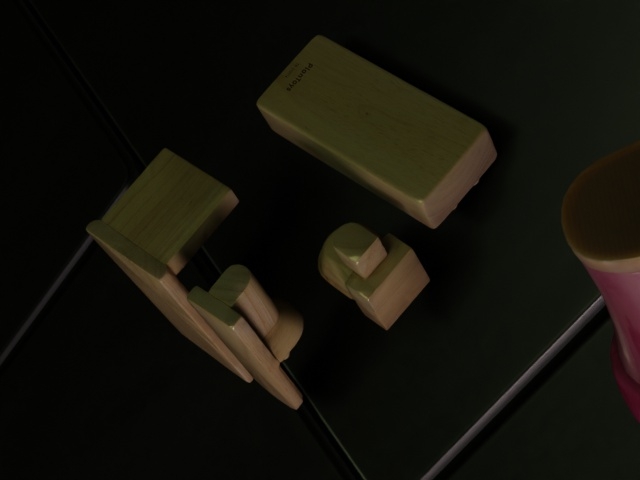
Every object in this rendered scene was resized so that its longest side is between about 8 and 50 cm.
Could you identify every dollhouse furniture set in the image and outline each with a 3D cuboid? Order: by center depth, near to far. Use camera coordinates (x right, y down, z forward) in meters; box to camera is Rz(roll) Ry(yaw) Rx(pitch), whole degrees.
[{"bbox_3d":[0.000,0.000,0.831,0.144,0.123,0.151,33,77,32],"label":"dollhouse furniture set"}]

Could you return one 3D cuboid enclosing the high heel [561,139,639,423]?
[{"bbox_3d":[0.288,-0.004,0.592,0.377,0.181,0.127,-12,48,24],"label":"high heel"}]
